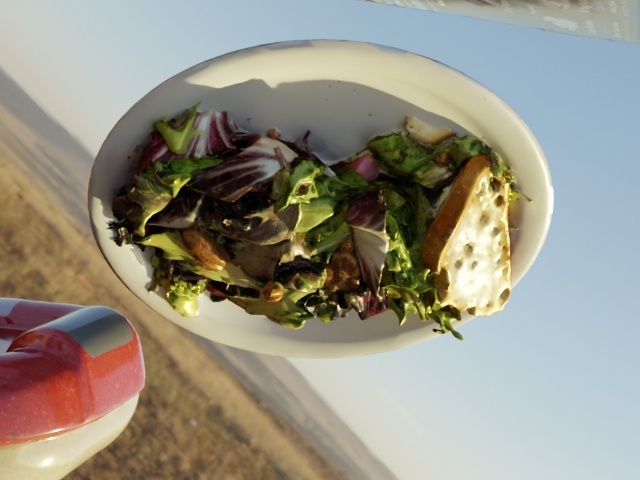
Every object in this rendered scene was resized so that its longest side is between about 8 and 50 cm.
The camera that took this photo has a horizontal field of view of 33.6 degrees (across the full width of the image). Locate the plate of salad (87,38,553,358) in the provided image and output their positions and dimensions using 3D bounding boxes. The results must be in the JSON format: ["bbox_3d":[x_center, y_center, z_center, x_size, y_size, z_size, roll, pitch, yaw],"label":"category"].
[{"bbox_3d":[0.000,0.000,0.454,0.200,0.200,0.048,52,27,-43],"label":"plate of salad"}]

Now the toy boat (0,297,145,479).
[{"bbox_3d":[-0.196,0.022,0.477,0.231,0.151,0.151,5,8,12],"label":"toy boat"}]

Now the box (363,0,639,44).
[{"bbox_3d":[0.037,-0.206,0.500,0.270,0.165,0.143,13,0,18],"label":"box"}]
